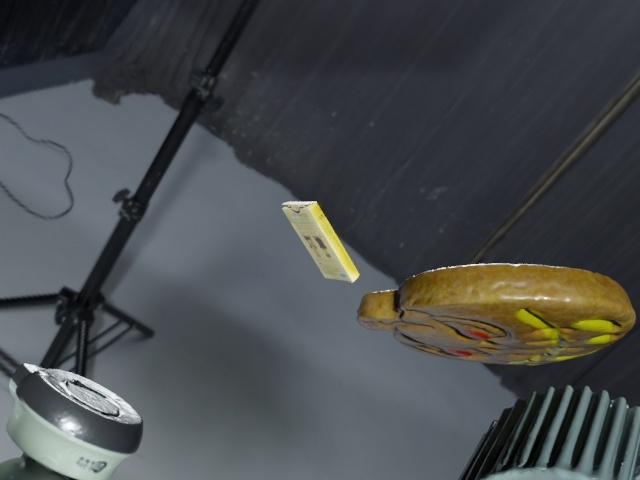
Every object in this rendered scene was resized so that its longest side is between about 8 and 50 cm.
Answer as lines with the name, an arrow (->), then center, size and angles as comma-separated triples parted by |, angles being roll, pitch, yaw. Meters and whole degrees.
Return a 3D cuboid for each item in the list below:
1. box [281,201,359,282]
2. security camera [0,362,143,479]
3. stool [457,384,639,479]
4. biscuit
box -> 0.000, 0.000, 1.204 | 0.020, 0.073, 0.149 | -44, 117, -26
security camera -> -0.405, 0.347, 1.155 | 0.191, 0.277, 0.197 | 27, -5, 47
stool -> 0.280, 0.339, 0.905 | 0.297, 0.297, 0.330 | 47, 18, 17
biscuit -> 0.223, 0.116, 1.060 | 0.350, 0.394, 0.070 | 1, 72, 10
